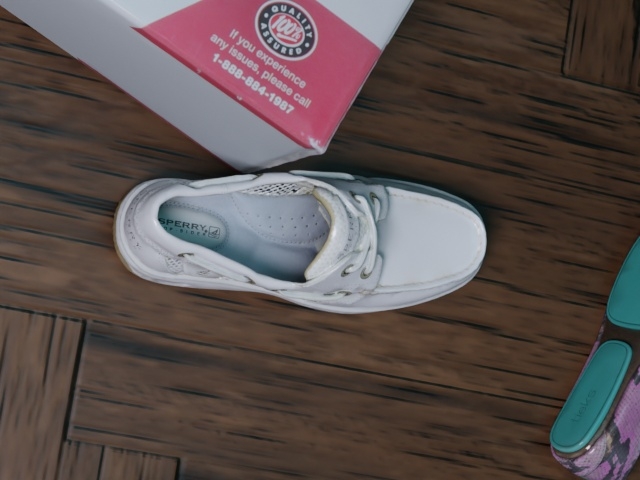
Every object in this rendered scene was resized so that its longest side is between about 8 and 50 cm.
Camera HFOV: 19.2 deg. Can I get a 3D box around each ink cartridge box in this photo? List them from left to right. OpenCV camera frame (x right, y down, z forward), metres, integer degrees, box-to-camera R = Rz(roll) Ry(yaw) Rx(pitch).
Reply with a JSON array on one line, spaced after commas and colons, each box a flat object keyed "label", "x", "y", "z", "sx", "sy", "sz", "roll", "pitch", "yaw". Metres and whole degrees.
[{"label": "ink cartridge box", "x": -0.039, "y": -0.282, "z": 1.296, "sx": 0.279, "sy": 0.160, "sz": 0.384, "roll": 35, "pitch": 75, "yaw": -14}]

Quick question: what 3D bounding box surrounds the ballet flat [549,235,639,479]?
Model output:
[{"label": "ballet flat", "x": 0.246, "y": 0.081, "z": 1.421, "sx": 0.079, "sy": 0.077, "sz": 0.221, "roll": 32, "pitch": 80, "yaw": -33}]

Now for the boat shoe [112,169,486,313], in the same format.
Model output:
[{"label": "boat shoe", "x": 0.000, "y": 0.000, "z": 1.320, "sx": 0.277, "sy": 0.096, "sz": 0.098, "roll": 1, "pitch": 85, "yaw": -20}]
